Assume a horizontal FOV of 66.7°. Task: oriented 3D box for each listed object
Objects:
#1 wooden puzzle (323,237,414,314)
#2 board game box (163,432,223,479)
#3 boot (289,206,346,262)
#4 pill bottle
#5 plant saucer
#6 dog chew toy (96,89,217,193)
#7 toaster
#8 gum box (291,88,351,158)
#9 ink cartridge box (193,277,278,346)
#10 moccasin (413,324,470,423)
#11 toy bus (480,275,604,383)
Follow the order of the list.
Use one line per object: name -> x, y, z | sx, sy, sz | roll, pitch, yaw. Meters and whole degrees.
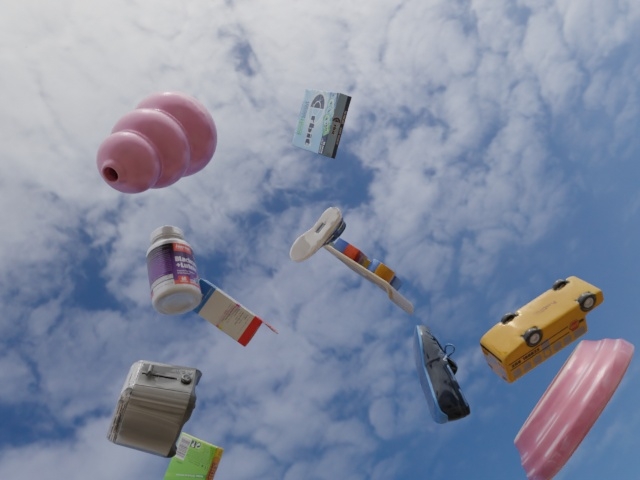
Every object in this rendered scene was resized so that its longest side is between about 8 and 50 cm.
wooden puzzle -> 0.176, 0.105, 1.710 | 0.080, 0.348, 0.322 | -52, -30, -1
board game box -> -0.318, 0.587, 1.104 | 0.039, 0.124, 0.259 | 47, -124, -47
boot -> 0.000, 0.000, 1.352 | 0.190, 0.069, 0.086 | -45, -32, -7
pill bottle -> -0.341, 0.064, 1.119 | 0.108, 0.193, 0.108 | -15, -35, -10
plant saucer -> 0.489, 0.324, 0.965 | 0.332, 0.084, 0.332 | -39, -32, -30
dog chew toy -> -0.371, -0.210, 1.092 | 0.206, 0.332, 0.206 | 8, -58, 12
toaster -> -0.351, 0.355, 1.023 | 0.146, 0.129, 0.227 | 19, -63, -13
gum box -> -0.002, -0.306, 1.261 | 0.041, 0.184, 0.157 | 8, -76, -32
ink cartridge box -> -0.221, 0.193, 1.219 | 0.231, 0.134, 0.078 | 35, -100, -1
moccasin -> 0.368, 0.410, 1.505 | 0.117, 0.342, 0.137 | -4, -47, -2
toy bus -> 0.602, 0.236, 1.316 | 0.333, 0.108, 0.130 | -30, -65, -8
